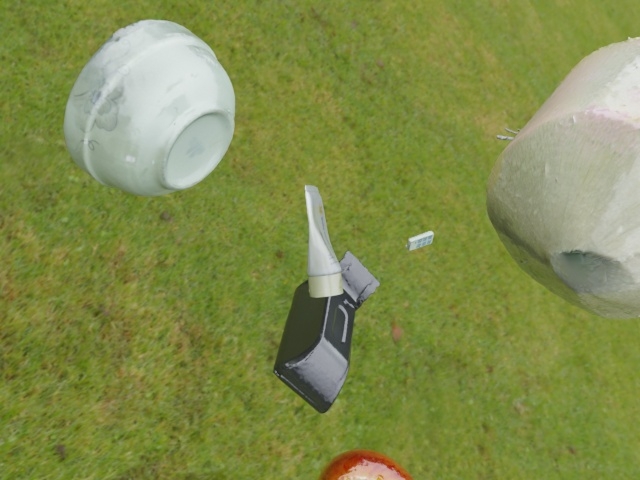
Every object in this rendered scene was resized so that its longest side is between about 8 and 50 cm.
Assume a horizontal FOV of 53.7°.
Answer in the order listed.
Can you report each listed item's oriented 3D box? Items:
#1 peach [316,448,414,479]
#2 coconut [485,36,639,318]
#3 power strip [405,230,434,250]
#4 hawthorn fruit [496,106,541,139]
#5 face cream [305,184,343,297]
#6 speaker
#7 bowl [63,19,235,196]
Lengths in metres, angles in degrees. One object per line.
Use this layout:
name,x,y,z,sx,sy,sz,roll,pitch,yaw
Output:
peach,0.111,0.635,1.538,0.280,0.281,0.238,19,52,-41
coconut,0.360,-0.057,0.731,0.309,0.297,0.297,-44,104,-28
power strip,0.283,0.001,1.792,0.090,0.040,0.016,-19,48,-23
hawthorn fruit,0.450,-0.169,1.100,0.298,0.211,0.211,3,58,-2
face cream,0.000,0.000,1.281,0.114,0.070,0.224,-10,94,-78
speaker,0.027,0.219,1.606,0.180,0.184,0.388,44,29,-20
bowl,-0.263,-0.200,1.087,0.163,0.307,0.307,37,34,17
